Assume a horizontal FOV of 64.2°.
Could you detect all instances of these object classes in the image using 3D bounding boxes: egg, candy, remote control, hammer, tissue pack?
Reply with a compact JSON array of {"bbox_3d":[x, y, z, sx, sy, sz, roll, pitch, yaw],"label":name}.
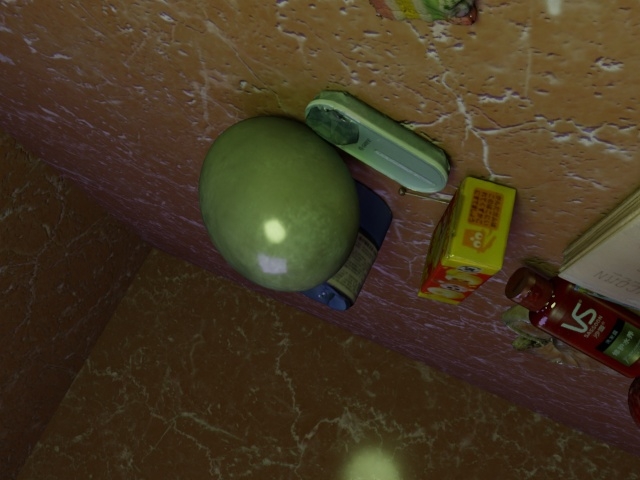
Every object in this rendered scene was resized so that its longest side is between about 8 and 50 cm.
[{"bbox_3d":[-0.071,-0.068,0.859,0.258,0.258,0.352,44,-173,-47],"label":"egg"},{"bbox_3d":[0.245,0.015,0.894,0.088,0.146,0.276,14,161,5],"label":"candy"},{"bbox_3d":[0.091,-0.151,0.790,0.247,0.052,0.104,29,162,-9],"label":"remote control"},{"bbox_3d":[0.200,-0.077,0.930,0.123,0.014,0.029,16,174,22],"label":"hammer"},{"bbox_3d":[0.469,0.015,0.699,0.170,0.071,0.325,21,163,11],"label":"tissue pack"}]

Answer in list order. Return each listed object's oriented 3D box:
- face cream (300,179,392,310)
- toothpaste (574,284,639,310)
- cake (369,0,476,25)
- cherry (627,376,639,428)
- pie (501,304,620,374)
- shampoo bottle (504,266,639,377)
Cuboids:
[{"bbox_3d":[0.000,0.000,1.094,0.249,0.225,0.249,24,162,8],"label":"face cream"},{"bbox_3d":[0.529,0.088,0.881,0.164,0.046,0.034,20,159,22],"label":"toothpaste"},{"bbox_3d":[0.080,-0.275,0.448,0.109,0.090,0.225,16,180,23],"label":"cake"},{"bbox_3d":[0.763,0.351,1.099,0.175,0.192,0.249,50,180,32],"label":"cherry"},{"bbox_3d":[0.593,0.236,1.201,0.337,0.075,0.337,19,160,8],"label":"pie"},{"bbox_3d":[0.511,0.153,0.995,0.314,0.118,0.076,29,-163,-8],"label":"shampoo bottle"}]
